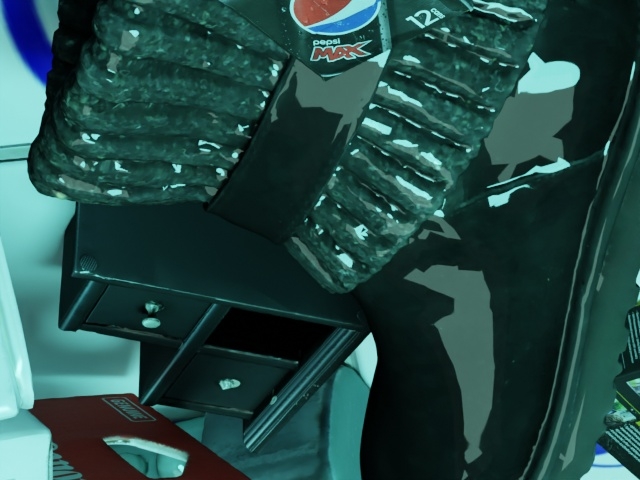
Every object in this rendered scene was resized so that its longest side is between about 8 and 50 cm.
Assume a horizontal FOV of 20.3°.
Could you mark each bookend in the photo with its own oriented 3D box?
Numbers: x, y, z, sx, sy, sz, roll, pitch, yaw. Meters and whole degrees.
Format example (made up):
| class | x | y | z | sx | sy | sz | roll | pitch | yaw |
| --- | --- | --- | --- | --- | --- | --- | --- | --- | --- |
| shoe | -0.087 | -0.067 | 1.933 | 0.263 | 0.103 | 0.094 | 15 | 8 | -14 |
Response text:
| class | x | y | z | sx | sy | sz | roll | pitch | yaw |
| --- | --- | --- | --- | --- | --- | --- | --- | --- | --- |
| bookend | -0.075 | 0.037 | 0.934 | 0.157 | 0.072 | 0.156 | 13 | 145 | -21 |

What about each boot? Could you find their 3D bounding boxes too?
| class | x | y | z | sx | sy | sz | roll | pitch | yaw |
| --- | --- | --- | --- | --- | --- | --- | --- | --- | --- |
| boot | -0.001 | -0.003 | 0.769 | 0.260 | 0.131 | 0.348 | 3 | 122 | -17 |

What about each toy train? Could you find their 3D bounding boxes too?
| class | x | y | z | sx | sy | sz | roll | pitch | yaw |
| --- | --- | --- | --- | --- | --- | --- | --- | --- | --- |
| toy train | -0.073 | 0.188 | 1.129 | 0.333 | 0.142 | 0.190 | -15 | 134 | 22 |

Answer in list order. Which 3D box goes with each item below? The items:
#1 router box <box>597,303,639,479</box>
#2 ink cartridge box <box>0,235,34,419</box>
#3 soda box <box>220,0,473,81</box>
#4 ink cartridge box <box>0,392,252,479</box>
| class | x | y | z | sx | sy | sz | roll | pitch | yaw |
| --- | --- | --- | --- | --- | --- | --- | --- | --- | --- |
| router box | 0.228 | 0.091 | 1.063 | 0.133 | 0.046 | 0.179 | -20 | 144 | 25 |
| ink cartridge box | -0.319 | 0.016 | 0.605 | 0.394 | 0.166 | 0.285 | -12 | -177 | -16 |
| soda box | 0.005 | -0.138 | 0.569 | 0.060 | 0.169 | 0.053 | -24 | 141 | 30 |
| ink cartridge box | -0.173 | 0.091 | 0.869 | 0.261 | 0.066 | 0.296 | -4 | -170 | -23 |
